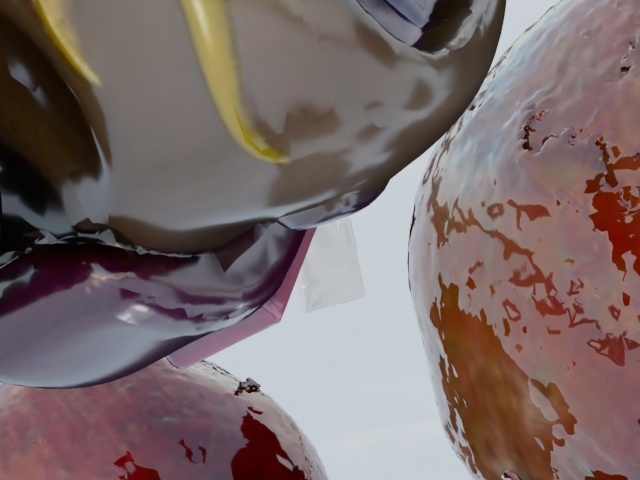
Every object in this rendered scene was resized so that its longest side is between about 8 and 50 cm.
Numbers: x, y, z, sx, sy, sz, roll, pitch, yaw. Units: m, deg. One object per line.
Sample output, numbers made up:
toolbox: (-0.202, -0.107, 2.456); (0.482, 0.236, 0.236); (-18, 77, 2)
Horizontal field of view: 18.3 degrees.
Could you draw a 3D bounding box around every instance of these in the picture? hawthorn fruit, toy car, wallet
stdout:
hawthorn fruit: (-0.068, 0.134, 0.862); (0.202, 0.185, 0.185); (12, 21, 34)
toy car: (-0.056, -0.147, 0.480); (0.240, 0.341, 0.271); (-26, 24, 26)
wallet: (0.000, 0.000, 1.224); (0.044, 0.083, 0.011); (-13, 4, -19)
hawthorn fruit: (0.187, 0.006, 0.791); (0.315, 0.316, 0.316); (-7, 12, 2)
